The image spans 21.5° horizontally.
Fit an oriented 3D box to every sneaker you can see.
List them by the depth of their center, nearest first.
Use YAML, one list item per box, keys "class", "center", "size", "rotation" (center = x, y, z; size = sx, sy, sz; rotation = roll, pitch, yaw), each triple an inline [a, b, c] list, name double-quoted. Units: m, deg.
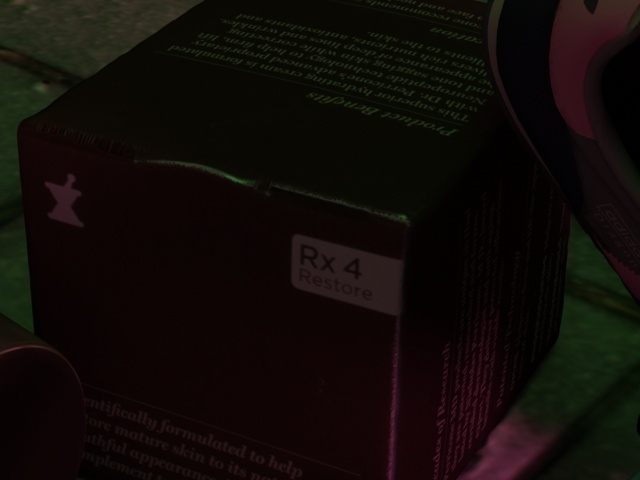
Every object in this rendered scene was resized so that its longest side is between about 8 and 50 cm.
- class: "sneaker"
  center: [0.178, 0.023, 0.597]
  size: [0.112, 0.319, 0.131]
  rotation: [-44, 9, 0]

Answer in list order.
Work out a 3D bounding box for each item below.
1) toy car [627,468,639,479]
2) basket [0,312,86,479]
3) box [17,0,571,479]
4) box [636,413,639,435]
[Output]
- class: "toy car"
  center: [0.203, 0.156, 0.464]
  size: [0.219, 0.210, 0.238]
  rotation: [23, 25, 32]
- class: "basket"
  center: [-0.216, 0.056, 0.641]
  size: [0.227, 0.154, 0.204]
  rotation: [22, 38, 23]
- class: "box"
  center: [0.000, 0.000, 0.721]
  size: [0.168, 0.167, 0.203]
  rotation: [16, 34, 22]
- class: "box"
  center: [0.195, 0.006, 0.485]
  size: [0.158, 0.156, 0.093]
  rotation: [20, -11, -26]
